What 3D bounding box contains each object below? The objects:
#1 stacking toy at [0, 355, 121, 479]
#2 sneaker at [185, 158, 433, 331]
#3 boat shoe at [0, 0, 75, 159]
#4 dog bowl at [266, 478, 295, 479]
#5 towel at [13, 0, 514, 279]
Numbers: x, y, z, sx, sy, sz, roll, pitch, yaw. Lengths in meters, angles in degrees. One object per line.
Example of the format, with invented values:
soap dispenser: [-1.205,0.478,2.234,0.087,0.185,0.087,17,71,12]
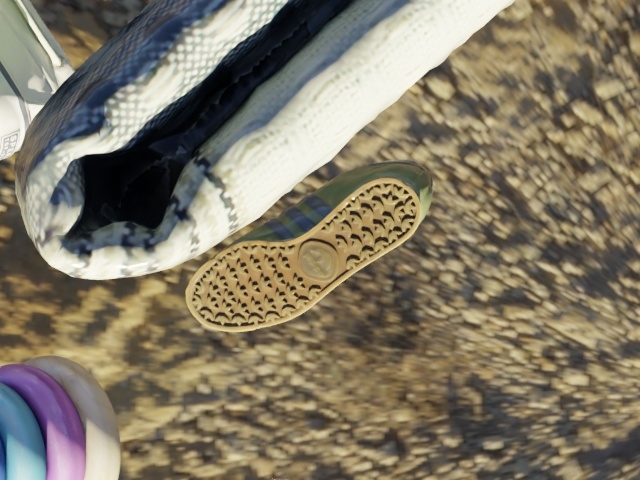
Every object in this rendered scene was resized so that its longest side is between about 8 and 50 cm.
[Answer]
stacking toy: [-0.308,0.167,1.303,0.141,0.330,0.141,3,94,41]
sneaker: [0.000,0.000,1.245,0.192,0.086,0.064,-28,99,26]
boat shoe: [-0.235,-0.173,1.046,0.088,0.096,0.267,-34,85,-36]
dog bowl: [0.050,0.350,1.458,0.408,0.408,0.150,34,95,14]
towel: [0.049,-0.111,0.470,0.324,0.312,0.056,-44,99,-5]
